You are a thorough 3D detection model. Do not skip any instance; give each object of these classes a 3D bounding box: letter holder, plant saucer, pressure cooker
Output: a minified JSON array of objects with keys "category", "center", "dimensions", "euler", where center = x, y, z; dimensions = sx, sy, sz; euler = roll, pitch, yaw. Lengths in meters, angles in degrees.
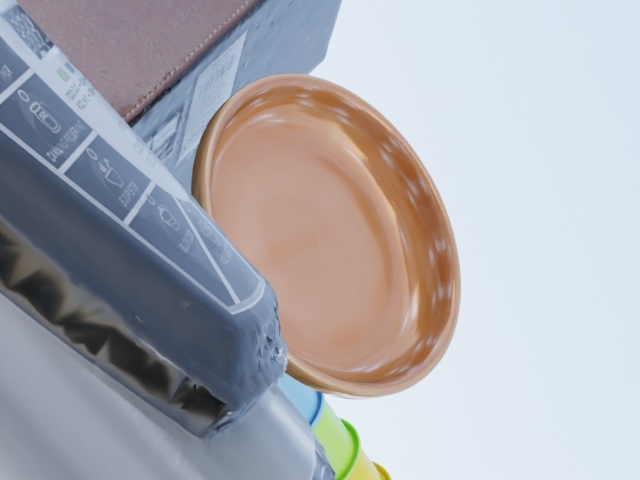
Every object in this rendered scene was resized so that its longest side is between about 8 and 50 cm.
[{"category":"letter holder","center":[-0.142,-0.149,1.228],"dimensions":[0.214,0.302,0.152],"euler":[30,-43,12]},{"category":"plant saucer","center":[0.000,0.000,1.092],"dimensions":[0.037,0.200,0.200],"euler":[-27,-99,43]},{"category":"pressure cooker","center":[-0.242,0.053,0.621],"dimensions":[0.420,0.375,0.370],"euler":[51,-43,-9]}]

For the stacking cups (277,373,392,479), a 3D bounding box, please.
[{"category":"stacking cups","center":[-0.050,0.115,1.472],"dimensions":[0.096,0.096,0.316],"euler":[35,-18,53]}]
